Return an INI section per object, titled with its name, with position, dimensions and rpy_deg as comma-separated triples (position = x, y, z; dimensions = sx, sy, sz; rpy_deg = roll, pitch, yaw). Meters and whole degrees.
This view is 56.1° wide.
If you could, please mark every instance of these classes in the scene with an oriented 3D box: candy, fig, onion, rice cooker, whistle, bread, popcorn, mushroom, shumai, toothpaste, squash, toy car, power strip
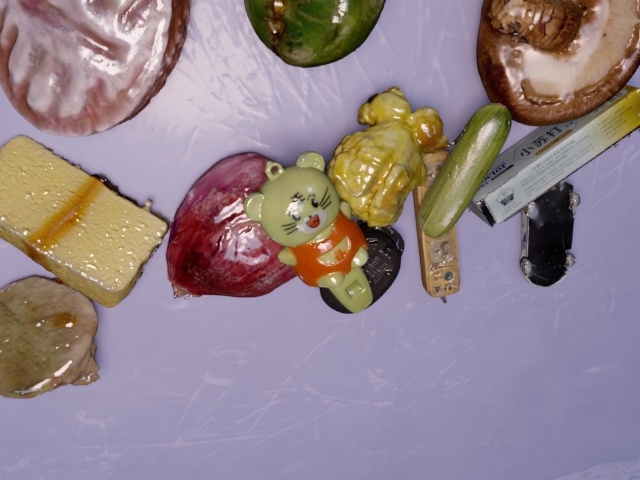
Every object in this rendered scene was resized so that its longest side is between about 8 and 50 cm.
[candy]
position = -0.293, -0.277, 0.785
dimensions = 0.214, 0.157, 0.289
rpy_deg = 34, 108, -5
[fig]
position = 0.019, -0.356, 0.827
dimensions = 0.203, 0.235, 0.203
rpy_deg = 18, 124, 28
[onion]
position = -0.133, 0.010, 0.940
dimensions = 0.283, 0.120, 0.227
rpy_deg = -42, 107, 7
[rice cooker]
position = 0.065, 0.043, 0.996
dimensions = 0.112, 0.106, 0.165
rpy_deg = 33, 113, -16
[whistle]
position = 0.000, 0.000, 0.862
dimensions = 0.131, 0.106, 0.288
rpy_deg = -39, 120, -10
[bread]
position = -0.385, -0.014, 0.890
dimensions = 0.266, 0.142, 0.178
rpy_deg = 33, 115, -8
[popcorn]
position = 0.102, -0.117, 0.918
dimensions = 0.195, 0.174, 0.168
rpy_deg = -55, 140, -14
[mushroom]
position = 0.347, -0.317, 0.885
dimensions = 0.278, 0.163, 0.297
rpy_deg = 6, 110, -21
[shumai]
position = -0.438, 0.161, 0.948
dimensions = 0.201, 0.201, 0.120
rpy_deg = -3, 151, -9
[toothpaste]
position = 0.381, -0.142, 0.992
dimensions = 0.313, 0.089, 0.071
rpy_deg = -36, 119, 3
[squash]
position = 0.220, -0.103, 0.933
dimensions = 0.069, 0.069, 0.238
rpy_deg = 18, 116, -16
[toy car]
position = 0.398, -0.012, 1.060
dimensions = 0.095, 0.056, 0.204
rpy_deg = -9, 115, -7
[power strip]
position = 0.198, -0.022, 1.027
dimensions = 0.064, 0.044, 0.305
rpy_deg = -12, 112, -6
